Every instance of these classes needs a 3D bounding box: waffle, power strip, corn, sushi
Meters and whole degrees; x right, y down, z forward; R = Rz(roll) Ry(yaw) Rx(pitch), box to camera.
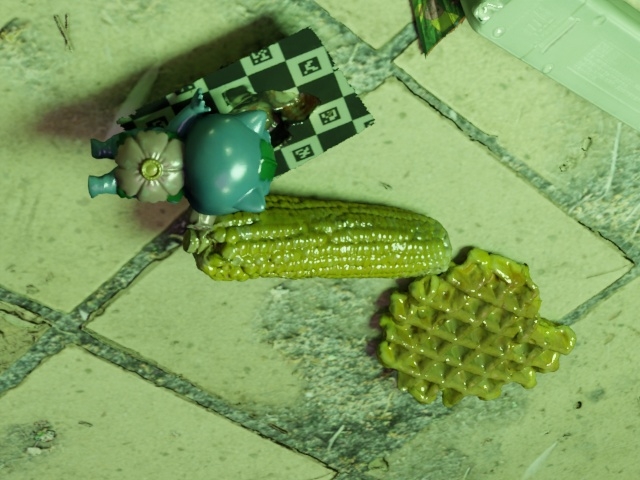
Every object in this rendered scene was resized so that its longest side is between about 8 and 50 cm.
[{"bbox_3d":[0.191,0.106,1.767,0.249,0.056,0.253,-6,135,-9],"label":"waffle"},{"bbox_3d":[0.260,-0.201,1.451,0.338,0.058,0.098,23,128,-39],"label":"power strip"},{"bbox_3d":[0.000,0.000,1.566,0.320,0.097,0.097,3,135,-30],"label":"corn"},{"bbox_3d":[-0.073,-0.130,1.469,0.210,0.040,0.192,-27,143,10],"label":"sushi"}]

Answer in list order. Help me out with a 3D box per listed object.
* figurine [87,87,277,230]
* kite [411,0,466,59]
[{"bbox_3d":[-0.131,-0.071,1.413,0.178,0.114,0.144,-2,165,-4],"label":"figurine"},{"bbox_3d":[0.152,-0.305,1.368,0.234,0.016,0.321,23,125,-31],"label":"kite"}]
